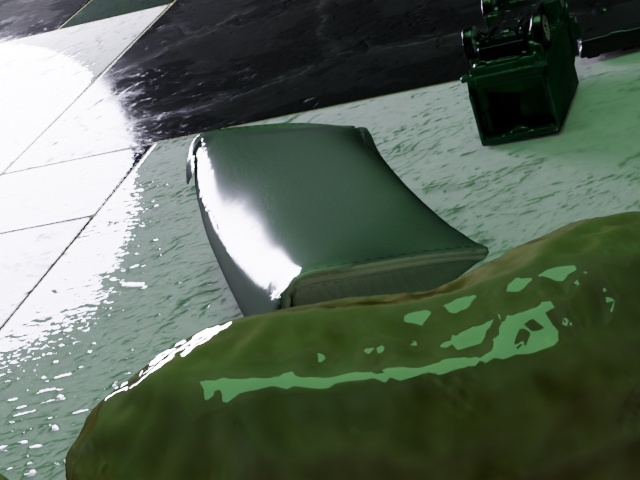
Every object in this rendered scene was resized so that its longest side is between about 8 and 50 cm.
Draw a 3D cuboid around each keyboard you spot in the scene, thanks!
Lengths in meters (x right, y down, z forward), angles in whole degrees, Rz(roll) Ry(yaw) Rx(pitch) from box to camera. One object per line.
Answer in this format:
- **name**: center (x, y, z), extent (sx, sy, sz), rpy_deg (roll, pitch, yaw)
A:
- **keyboard**: center (0.348, -0.192, 1.279), extent (0.310, 0.018, 0.101), rpy_deg (-13, 20, 11)

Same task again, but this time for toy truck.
- **toy truck**: center (0.148, -0.135, 1.210), extent (0.065, 0.079, 0.147), rpy_deg (-10, 23, 21)

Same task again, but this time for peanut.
- **peanut**: center (0.055, 0.076, 0.685), extent (0.325, 0.140, 0.153), rpy_deg (-18, 4, -8)

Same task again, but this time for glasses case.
- **glasses case**: center (0.002, -0.001, 0.990), extent (0.128, 0.083, 0.308), rpy_deg (-14, 20, -7)

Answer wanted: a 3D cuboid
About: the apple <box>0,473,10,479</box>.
- **apple**: center (-0.187, 0.199, 0.598), extent (0.265, 0.120, 0.193), rpy_deg (-33, 39, -28)
